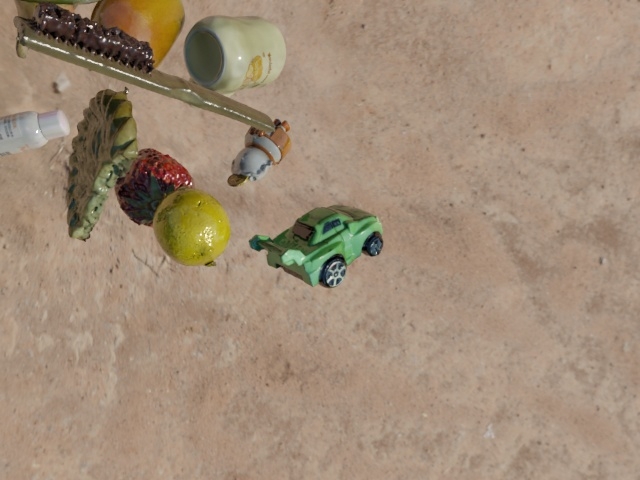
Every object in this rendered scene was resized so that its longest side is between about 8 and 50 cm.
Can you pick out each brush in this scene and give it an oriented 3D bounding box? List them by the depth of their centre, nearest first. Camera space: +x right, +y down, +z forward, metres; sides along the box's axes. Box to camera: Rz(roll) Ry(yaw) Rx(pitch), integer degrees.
[{"bbox_3d":[-0.135,-0.146,0.543,0.248,0.043,0.036,13,123,-44],"label":"brush"}]

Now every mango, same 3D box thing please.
[{"bbox_3d":[-0.396,-0.469,1.331,0.175,0.139,0.254,56,45,-45],"label":"mango"}]

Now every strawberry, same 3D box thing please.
[{"bbox_3d":[-0.436,-0.152,1.606,0.205,0.244,0.205,-14,132,-16],"label":"strawberry"}]

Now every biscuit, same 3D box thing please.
[{"bbox_3d":[-0.343,-0.130,0.938,0.036,0.273,0.187,5,56,-35],"label":"biscuit"}]

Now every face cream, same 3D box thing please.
[{"bbox_3d":[-0.664,-0.218,1.292,0.269,0.082,0.081,-13,106,-2],"label":"face cream"}]

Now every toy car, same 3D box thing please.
[{"bbox_3d":[0.000,0.000,1.673,0.359,0.213,0.176,-34,127,-29],"label":"toy car"}]

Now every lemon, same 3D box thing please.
[{"bbox_3d":[-0.299,-0.034,1.422,0.173,0.173,0.206,-40,75,-7],"label":"lemon"}]

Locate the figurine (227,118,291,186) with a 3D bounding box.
[{"bbox_3d":[-0.179,-0.255,1.778,0.271,0.143,0.143,-45,116,-39],"label":"figurine"}]

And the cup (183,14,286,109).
[{"bbox_3d":[-0.235,-0.431,1.474,0.202,0.255,0.173,-28,102,-51],"label":"cup"}]

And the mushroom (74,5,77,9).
[{"bbox_3d":[-0.599,-0.554,1.332,0.154,0.122,0.154,7,129,9],"label":"mushroom"}]

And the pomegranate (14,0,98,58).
[{"bbox_3d":[-0.368,-0.384,0.758,0.291,0.291,0.323,16,105,-21],"label":"pomegranate"}]
